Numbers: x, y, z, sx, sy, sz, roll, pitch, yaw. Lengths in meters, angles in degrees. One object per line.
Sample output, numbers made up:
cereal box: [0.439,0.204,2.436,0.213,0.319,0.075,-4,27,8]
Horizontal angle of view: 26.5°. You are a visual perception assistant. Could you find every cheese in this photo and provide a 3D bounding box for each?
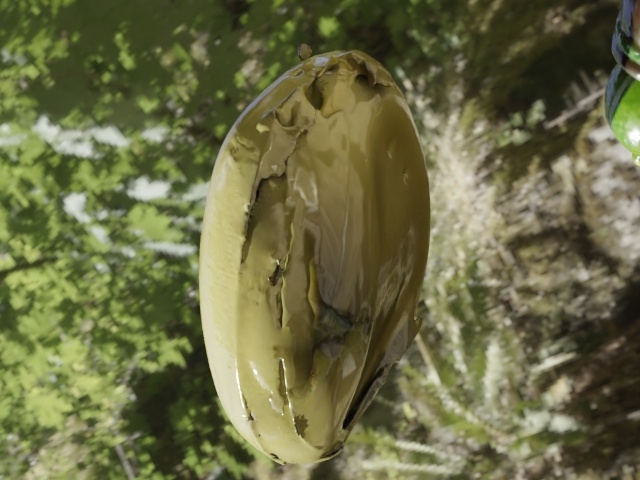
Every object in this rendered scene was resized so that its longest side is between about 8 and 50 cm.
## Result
cheese: [0.000,0.000,1.006,0.128,0.316,0.259,13,-131,14]

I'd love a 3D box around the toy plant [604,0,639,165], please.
toy plant: [0.239,-0.114,0.908,0.093,0.162,0.093,0,-136,0]
